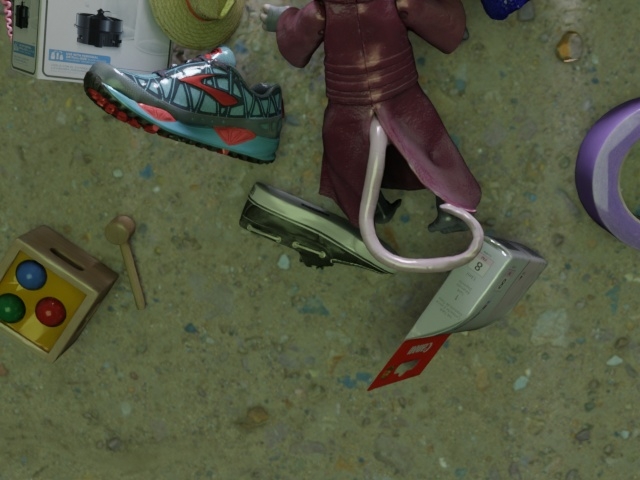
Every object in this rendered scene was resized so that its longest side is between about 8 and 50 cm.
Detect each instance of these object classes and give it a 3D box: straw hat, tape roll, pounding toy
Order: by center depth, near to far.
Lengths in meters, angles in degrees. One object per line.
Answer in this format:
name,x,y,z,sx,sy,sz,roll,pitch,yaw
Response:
straw hat,-0.126,-0.294,0.861,0.145,0.061,0.144,-17,117,-37
tape roll,0.419,-0.082,0.906,0.189,0.080,0.188,1,103,4
pounding toy,-0.325,0.057,0.982,0.181,0.094,0.206,35,104,-5

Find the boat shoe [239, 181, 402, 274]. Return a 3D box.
boat shoe,0.000,0.000,0.960,0.219,0.078,0.070,26,103,6

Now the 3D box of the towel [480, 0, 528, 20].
towel,0.172,-0.400,0.774,0.076,0.228,0.308,-20,105,41

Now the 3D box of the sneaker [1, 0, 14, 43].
sneaker,-0.368,-0.286,0.930,0.057,0.047,0.119,-10,104,-6

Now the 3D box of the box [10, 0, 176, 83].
box,-0.251,-0.326,0.843,0.169,0.087,0.289,-1,107,-40

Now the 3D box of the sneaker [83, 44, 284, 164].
sneaker,-0.153,-0.178,0.873,0.262,0.104,0.125,12,96,-45

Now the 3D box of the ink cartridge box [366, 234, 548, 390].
ink cartridge box,0.176,0.102,0.914,0.066,0.189,0.232,35,103,26

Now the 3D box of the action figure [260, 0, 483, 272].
action figure,0.043,-0.175,0.820,0.248,0.275,0.370,-8,118,15
